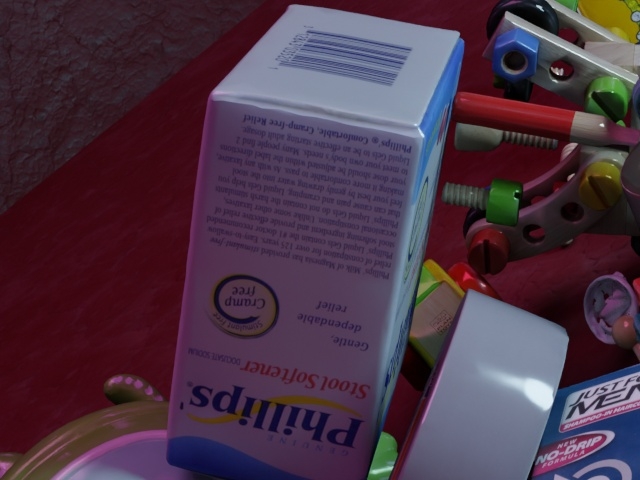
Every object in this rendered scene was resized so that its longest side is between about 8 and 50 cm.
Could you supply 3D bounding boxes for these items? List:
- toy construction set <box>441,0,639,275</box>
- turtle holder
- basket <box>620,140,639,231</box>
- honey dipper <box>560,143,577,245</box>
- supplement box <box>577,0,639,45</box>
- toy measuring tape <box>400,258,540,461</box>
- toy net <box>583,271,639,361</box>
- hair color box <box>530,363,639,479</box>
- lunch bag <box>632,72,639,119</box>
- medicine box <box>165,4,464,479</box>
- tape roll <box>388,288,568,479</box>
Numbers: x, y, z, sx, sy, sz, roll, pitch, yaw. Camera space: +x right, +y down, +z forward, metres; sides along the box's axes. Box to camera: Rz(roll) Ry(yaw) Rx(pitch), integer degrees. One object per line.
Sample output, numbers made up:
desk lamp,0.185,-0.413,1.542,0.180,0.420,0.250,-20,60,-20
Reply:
toy construction set,0.239,-0.077,1.324,0.237,0.257,0.309,11,8,11
turtle holder,-0.103,0.255,1.244,0.320,0.243,0.227,0,20,-33
basket,0.311,0.019,1.093,0.204,0.227,0.154,-41,22,-21
honey dipper,0.249,-0.045,1.610,0.030,0.030,0.160,-24,26,25
supplement box,0.440,-0.293,1.636,0.356,0.195,0.194,-28,21,17
toy measuring tape,0.136,0.109,1.378,0.121,0.121,0.330,-36,43,-5
toy net,0.234,0.073,1.237,0.045,0.122,0.232,-22,22,2
hair color box,0.184,0.233,0.882,0.105,0.174,0.347,-23,23,30
lunch bag,0.372,-0.095,1.176,0.224,0.279,0.108,-8,55,41
medicine box,0.000,0.000,1.206,0.149,0.289,0.263,11,23,7
tape roll,0.088,0.145,1.050,0.219,0.072,0.219,22,-90,-86
